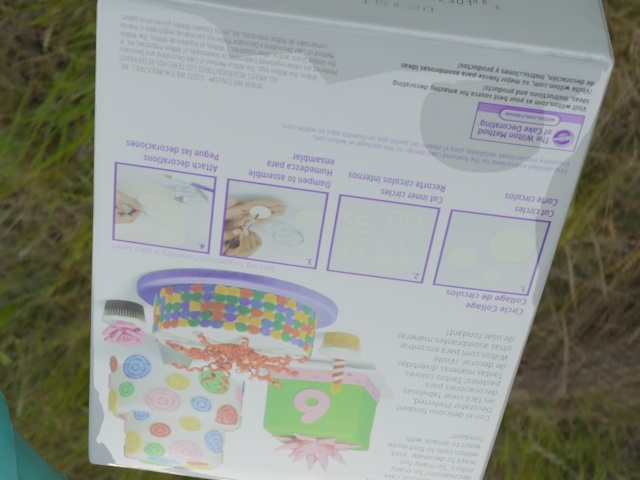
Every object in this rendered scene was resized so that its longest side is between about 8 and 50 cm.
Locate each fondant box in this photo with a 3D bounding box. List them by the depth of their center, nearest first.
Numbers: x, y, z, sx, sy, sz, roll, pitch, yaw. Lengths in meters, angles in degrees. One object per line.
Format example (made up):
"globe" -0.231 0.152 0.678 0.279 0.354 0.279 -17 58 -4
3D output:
"fondant box" 0.000 0.000 0.713 0.238 0.096 0.330 8 128 -2

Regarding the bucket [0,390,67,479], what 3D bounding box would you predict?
"bucket" -0.285 0.226 0.870 0.281 0.281 0.183 -38 91 32
